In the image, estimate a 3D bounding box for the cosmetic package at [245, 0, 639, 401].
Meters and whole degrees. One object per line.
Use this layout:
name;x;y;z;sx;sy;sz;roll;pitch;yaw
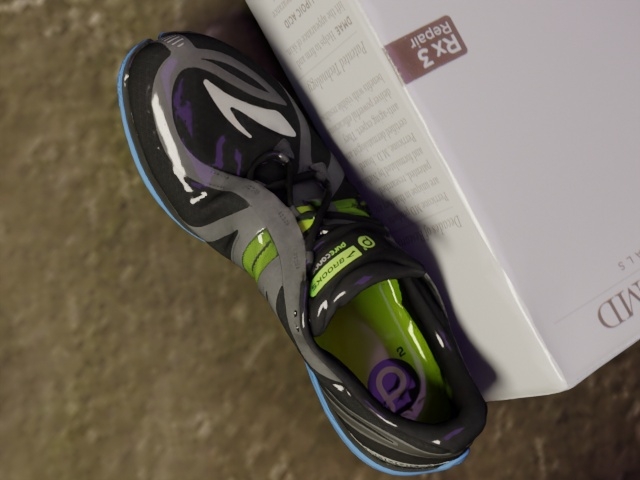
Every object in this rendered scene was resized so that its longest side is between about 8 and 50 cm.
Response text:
cosmetic package;0.060;-0.067;0.490;0.117;0.085;0.231;-31;91;-23

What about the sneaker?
sneaker;0.000;0.000;0.462;0.067;0.078;0.188;-36;92;-21
